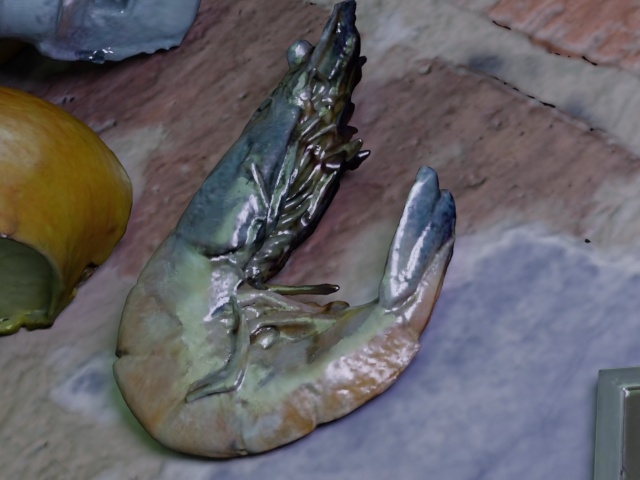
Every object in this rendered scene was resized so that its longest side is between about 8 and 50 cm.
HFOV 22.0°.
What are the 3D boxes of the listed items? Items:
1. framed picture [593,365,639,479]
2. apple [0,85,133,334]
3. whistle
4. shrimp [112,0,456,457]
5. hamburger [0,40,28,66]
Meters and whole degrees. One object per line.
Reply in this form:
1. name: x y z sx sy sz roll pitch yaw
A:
1. framed picture: 0.248 0.134 0.752 0.252 0.014 0.197 -6 52 21
2. apple: -0.299 -0.006 1.051 0.346 0.254 0.179 -14 92 17
3. whistle: -0.234 -0.180 1.042 0.348 0.189 0.189 8 46 -21
4. shrimp: -0.002 -0.004 0.946 0.178 0.075 0.289 20 64 27
5. hamburger: -0.279 -0.199 1.210 0.186 0.113 0.177 7 64 40
